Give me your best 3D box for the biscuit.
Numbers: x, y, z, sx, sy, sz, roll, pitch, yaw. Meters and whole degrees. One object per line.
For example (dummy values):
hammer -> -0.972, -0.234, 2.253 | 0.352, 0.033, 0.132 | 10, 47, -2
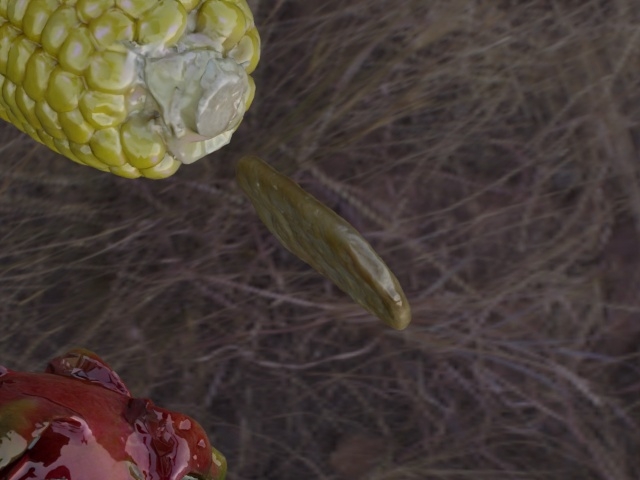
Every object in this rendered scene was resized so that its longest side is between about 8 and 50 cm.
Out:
biscuit -> 0.000, 0.000, 0.853 | 0.018, 0.147, 0.071 | -39, 131, -11

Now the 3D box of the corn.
corn -> -0.092, -0.077, 0.443 | 0.067, 0.206, 0.067 | -28, 135, -33

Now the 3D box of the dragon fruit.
dragon fruit -> -0.181, 0.189, 1.015 | 0.227, 0.307, 0.243 | -19, 116, 18
